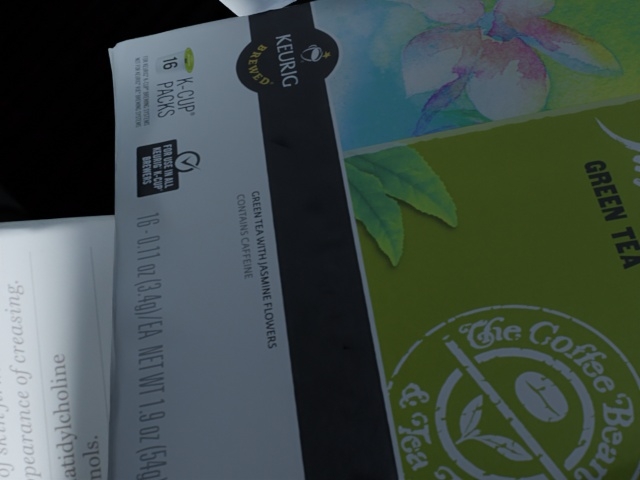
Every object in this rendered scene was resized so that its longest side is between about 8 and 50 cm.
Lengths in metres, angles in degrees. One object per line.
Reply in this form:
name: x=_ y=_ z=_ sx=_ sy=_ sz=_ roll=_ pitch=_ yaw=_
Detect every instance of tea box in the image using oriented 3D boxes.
tea box: x=0.073 y=0.047 z=0.553 sx=0.220 sy=0.323 sz=0.329 roll=78 pitch=-178 yaw=-50

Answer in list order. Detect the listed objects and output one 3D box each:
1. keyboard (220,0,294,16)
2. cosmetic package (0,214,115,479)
keyboard: x=-0.026 y=-0.374 z=1.483 sx=0.072 sy=0.256 sz=0.014 roll=38 pitch=-138 yaw=-41
cosmetic package: x=-0.343 y=0.173 z=0.912 sx=0.327 sy=0.393 sz=0.330 roll=157 pitch=107 yaw=-68
